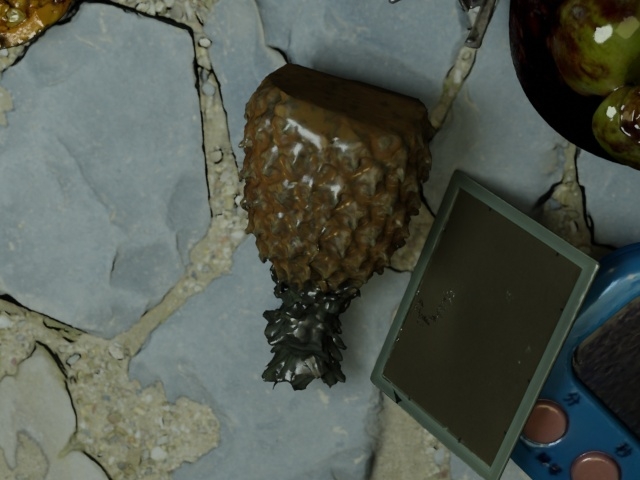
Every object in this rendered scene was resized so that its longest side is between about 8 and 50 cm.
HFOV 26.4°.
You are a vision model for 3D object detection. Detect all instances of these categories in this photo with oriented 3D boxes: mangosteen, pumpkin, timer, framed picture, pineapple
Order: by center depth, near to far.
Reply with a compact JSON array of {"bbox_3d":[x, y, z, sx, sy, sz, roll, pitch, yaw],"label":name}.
[{"bbox_3d":[0.332,-0.191,1.261,0.296,0.313,0.297,-22,141,-19],"label":"mangosteen"},{"bbox_3d":[-0.306,-0.278,1.414,0.183,0.107,0.119,-37,93,24],"label":"pumpkin"},{"bbox_3d":[0.000,0.000,1.430,0.202,0.202,0.362,11,116,3],"label":"pineapple"},{"bbox_3d":[0.169,0.092,1.459,0.216,0.016,0.273,39,116,39],"label":"framed picture"},{"bbox_3d":[0.370,0.180,1.478,0.340,0.115,0.309,44,110,-8],"label":"timer"}]

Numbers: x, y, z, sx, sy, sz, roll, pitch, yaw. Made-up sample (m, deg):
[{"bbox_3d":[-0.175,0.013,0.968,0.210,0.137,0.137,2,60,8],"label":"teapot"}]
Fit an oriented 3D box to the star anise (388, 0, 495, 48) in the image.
[{"bbox_3d":[0.129,-0.322,1.361,0.230,0.081,0.263,-17,99,13],"label":"star anise"}]
